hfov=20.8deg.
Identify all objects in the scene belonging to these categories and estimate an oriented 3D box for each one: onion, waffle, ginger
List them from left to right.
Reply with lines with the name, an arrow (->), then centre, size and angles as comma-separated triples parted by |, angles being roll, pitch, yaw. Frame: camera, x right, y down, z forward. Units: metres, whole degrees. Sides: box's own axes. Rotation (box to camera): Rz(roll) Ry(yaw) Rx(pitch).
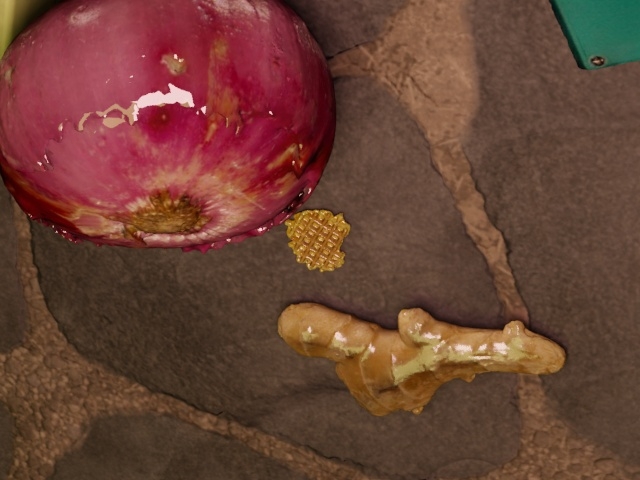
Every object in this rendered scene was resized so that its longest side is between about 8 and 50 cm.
onion -> -0.153, -0.143, 1.797 | 0.358, 0.345, 0.358 | 9, 139, 8
waffle -> -0.002, 0.001, 1.991 | 0.078, 0.016, 0.085 | 6, 123, 20
ginger -> 0.113, 0.134, 2.006 | 0.334, 0.081, 0.148 | -4, 105, 20

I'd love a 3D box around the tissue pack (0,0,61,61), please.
tissue pack -> -0.342, -0.277, 1.834 | 0.125, 0.159, 0.234 | 18, 126, 8

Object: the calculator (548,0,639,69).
calculator -> 0.336, -0.276, 1.633 | 0.274, 0.058, 0.248 | -13, 136, 26
